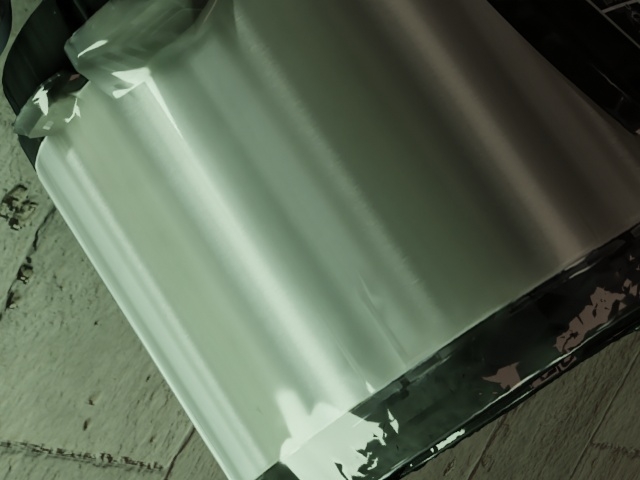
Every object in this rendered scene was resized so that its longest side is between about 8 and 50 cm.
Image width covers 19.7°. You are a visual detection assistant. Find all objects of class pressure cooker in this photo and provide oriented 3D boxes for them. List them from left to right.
[{"bbox_3d":[0.011,-0.075,1.128,0.375,0.420,0.370,-29,170,-23],"label":"pressure cooker"}]

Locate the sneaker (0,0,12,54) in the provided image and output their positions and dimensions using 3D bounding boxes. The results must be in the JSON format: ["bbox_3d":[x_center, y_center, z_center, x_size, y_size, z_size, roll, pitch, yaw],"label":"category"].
[{"bbox_3d":[-0.287,-0.030,1.064,0.319,0.112,0.131,-49,162,-9],"label":"sneaker"}]
